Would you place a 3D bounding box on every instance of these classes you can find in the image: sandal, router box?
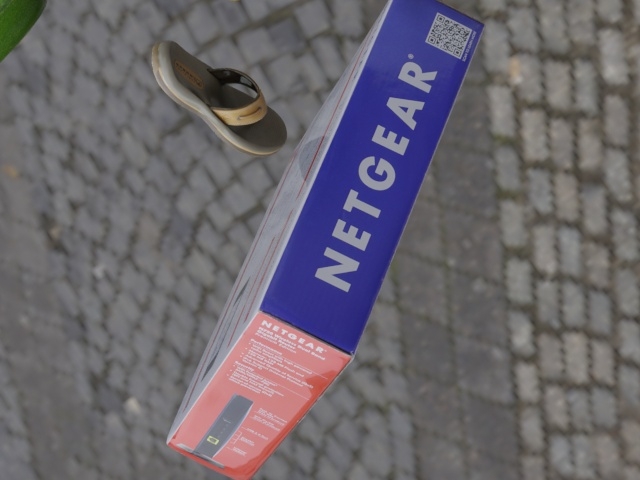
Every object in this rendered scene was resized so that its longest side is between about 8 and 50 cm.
[{"bbox_3d":[-0.084,-0.135,1.749,0.049,0.072,0.180,-28,138,26],"label":"sandal"},{"bbox_3d":[0.000,0.000,1.567,0.082,0.335,0.301,26,150,-6],"label":"router box"}]

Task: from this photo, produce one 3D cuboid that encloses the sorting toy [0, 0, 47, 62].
[{"bbox_3d":[-0.178,-0.123,1.268,0.126,0.365,0.127,44,180,-19],"label":"sorting toy"}]
